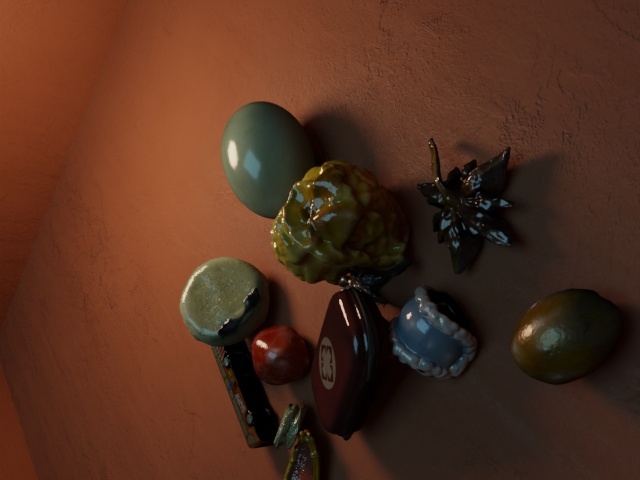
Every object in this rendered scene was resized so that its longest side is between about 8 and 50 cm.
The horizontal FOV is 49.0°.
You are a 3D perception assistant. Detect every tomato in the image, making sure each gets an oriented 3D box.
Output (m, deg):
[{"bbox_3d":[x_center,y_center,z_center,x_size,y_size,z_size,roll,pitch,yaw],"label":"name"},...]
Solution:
[{"bbox_3d":[-0.122,0.334,2.078,0.187,0.151,0.187,-16,67,43],"label":"tomato"}]

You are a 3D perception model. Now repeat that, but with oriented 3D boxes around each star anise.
[{"bbox_3d":[0.102,0.104,1.936,0.208,0.063,0.172,-11,72,46],"label":"star anise"},{"bbox_3d":[0.339,-0.095,1.685,0.292,0.109,0.350,-5,79,41],"label":"star anise"}]

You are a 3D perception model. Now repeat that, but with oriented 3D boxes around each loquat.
[{"bbox_3d":[0.499,0.194,1.423,0.227,0.179,0.179,-39,57,26],"label":"loquat"}]

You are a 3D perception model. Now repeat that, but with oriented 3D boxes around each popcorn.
[{"bbox_3d":[0.060,-0.025,1.821,0.381,0.349,0.349,35,111,18],"label":"popcorn"}]

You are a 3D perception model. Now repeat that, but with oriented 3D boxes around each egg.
[{"bbox_3d":[-0.156,-0.243,2.108,0.276,0.276,0.389,-38,61,37],"label":"egg"}]

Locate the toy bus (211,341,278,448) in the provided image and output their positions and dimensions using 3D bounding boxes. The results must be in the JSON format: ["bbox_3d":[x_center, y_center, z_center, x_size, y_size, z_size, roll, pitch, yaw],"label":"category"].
[{"bbox_3d":[-0.240,0.466,2.223,0.092,0.093,0.409,-55,48,36],"label":"toy bus"}]

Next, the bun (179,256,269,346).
[{"bbox_3d":[-0.296,0.205,2.250,0.293,0.187,0.293,-4,65,8],"label":"bun"}]

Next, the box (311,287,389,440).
[{"bbox_3d":[0.066,0.316,1.806,0.263,0.108,0.404,-111,27,-47],"label":"box"}]

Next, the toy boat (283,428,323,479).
[{"bbox_3d":[-0.057,0.680,1.993,0.141,0.099,0.318,27,106,49],"label":"toy boat"}]

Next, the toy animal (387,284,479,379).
[{"bbox_3d":[0.256,0.223,1.689,0.204,0.156,0.208,-54,46,22],"label":"toy animal"}]

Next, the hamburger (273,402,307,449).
[{"bbox_3d":[-0.086,0.533,2.023,0.062,0.140,0.133,22,106,1],"label":"hamburger"}]

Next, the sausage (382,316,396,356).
[{"bbox_3d":[0.162,0.246,1.842,0.141,0.076,0.076,49,119,40],"label":"sausage"}]
